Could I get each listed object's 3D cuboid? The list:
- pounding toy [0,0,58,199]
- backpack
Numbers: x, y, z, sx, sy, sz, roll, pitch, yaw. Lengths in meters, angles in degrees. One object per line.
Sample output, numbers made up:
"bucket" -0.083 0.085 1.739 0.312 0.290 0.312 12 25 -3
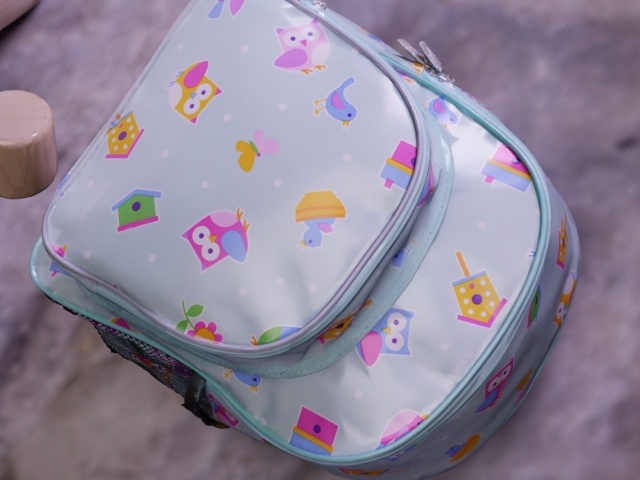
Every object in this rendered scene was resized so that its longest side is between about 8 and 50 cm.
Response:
"pounding toy" -0.187 -0.103 0.785 0.206 0.094 0.181 31 50 18
"backpack" 0.000 0.000 0.738 0.188 0.144 0.166 33 83 15
